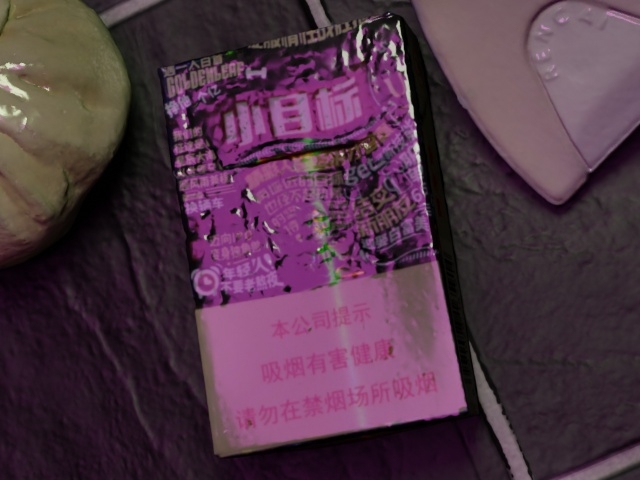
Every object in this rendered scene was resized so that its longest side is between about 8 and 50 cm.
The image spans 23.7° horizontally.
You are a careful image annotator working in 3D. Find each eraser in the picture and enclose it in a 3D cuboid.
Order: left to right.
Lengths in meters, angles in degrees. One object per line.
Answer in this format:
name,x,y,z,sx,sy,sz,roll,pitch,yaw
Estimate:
eraser,0.155,-0.172,1.104,0.243,0.059,0.204,42,120,-3

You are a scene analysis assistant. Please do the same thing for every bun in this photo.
bun,-0.275,-0.105,1.214,0.259,0.160,0.259,-2,80,13

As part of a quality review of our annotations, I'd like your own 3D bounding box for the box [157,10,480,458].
box,0.000,0.000,1.163,0.198,0.084,0.310,-12,80,14
